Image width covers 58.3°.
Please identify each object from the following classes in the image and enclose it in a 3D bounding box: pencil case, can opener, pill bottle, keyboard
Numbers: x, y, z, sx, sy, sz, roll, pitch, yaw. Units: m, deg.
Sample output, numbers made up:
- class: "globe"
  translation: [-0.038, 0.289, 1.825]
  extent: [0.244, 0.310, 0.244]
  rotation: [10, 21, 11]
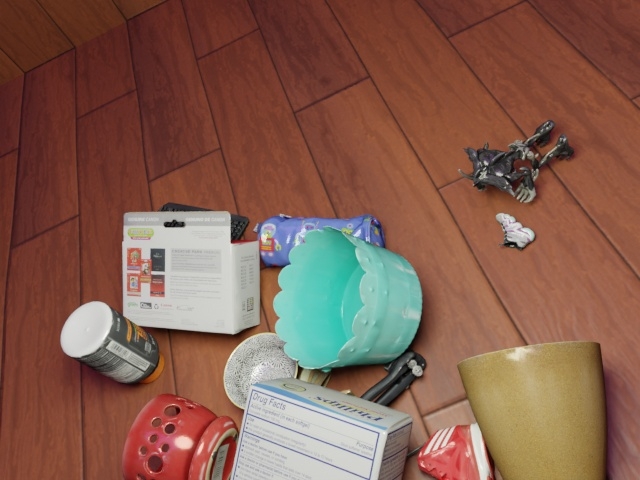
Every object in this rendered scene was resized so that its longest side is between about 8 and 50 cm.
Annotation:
- class: "pencil case"
  translation: [0.000, 0.000, 1.358]
  extent: [0.306, 0.119, 0.133]
  rotation: [0, 81, 21]
- class: "can opener"
  translation: [0.139, 0.285, 1.134]
  extent: [0.186, 0.059, 0.073]
  rotation: [-41, 7, -28]
- class: "pill bottle"
  translation: [-0.454, 0.245, 1.298]
  extent: [0.130, 0.246, 0.130]
  rotation: [-10, 56, 15]
- class: "keyboard"
  translation: [-0.362, -0.009, 1.573]
  extent: [0.317, 0.033, 0.201]
  rotation: [10, 62, 29]

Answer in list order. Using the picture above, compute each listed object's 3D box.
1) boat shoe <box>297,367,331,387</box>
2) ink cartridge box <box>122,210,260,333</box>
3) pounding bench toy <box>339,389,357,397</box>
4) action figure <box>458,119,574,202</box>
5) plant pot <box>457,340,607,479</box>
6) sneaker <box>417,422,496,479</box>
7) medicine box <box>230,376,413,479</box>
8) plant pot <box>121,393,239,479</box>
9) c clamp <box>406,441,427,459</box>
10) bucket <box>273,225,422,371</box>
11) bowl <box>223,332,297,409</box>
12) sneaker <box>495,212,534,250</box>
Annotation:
- class: "boat shoe"
  translation: [-0.027, 0.343, 1.174]
  extent: [0.072, 0.068, 0.190]
  rotation: [12, 62, 16]
- class: "ink cartridge box"
  translation: [-0.305, 0.066, 1.354]
  extent: [0.309, 0.130, 0.272]
  rotation: [2, 94, 23]
- class: "pounding bench toy"
  translation: [0.060, 0.333, 1.149]
  extent: [0.083, 0.052, 0.065]
  rotation: [-17, 52, 11]
- class: "action figure"
  translation: [0.427, -0.161, 1.287]
  extent: [0.275, 0.141, 0.164]
  rotation: [-26, 52, -16]
- class: "plant pot"
  translation: [0.370, 0.315, 0.947]
  extent: [0.237, 0.237, 0.254]
  rotation: [-13, 68, 14]
- class: "sneaker"
  translation: [0.240, 0.432, 1.002]
  extent: [0.128, 0.087, 0.221]
  rotation: [-15, 40, 23]
- class: "medicine box"
  translation: [-0.007, 0.416, 0.994]
  extent: [0.263, 0.149, 0.289]
  rotation: [10, 87, 28]
- class: "plant pot"
  translation: [-0.266, 0.419, 1.145]
  extent: [0.174, 0.191, 0.191]
  rotation: [10, 62, 18]
- class: "c clamp"
  translation: [0.097, 0.367, 1.079]
  extent: [0.160, 0.022, 0.137]
  rotation: [44, 104, -3]
- class: "bucket"
  translation: [0.054, 0.123, 1.151]
  extent: [0.281, 0.183, 0.281]
  rotation: [-20, 63, 47]
- class: "bowl"
  translation: [-0.114, 0.292, 1.231]
  extent: [0.170, 0.080, 0.170]
  rotation: [-11, 53, 16]
- class: "sneaker"
  translation: [0.408, -0.014, 1.253]
  extent: [0.069, 0.038, 0.098]
  rotation: [-42, 52, -10]
